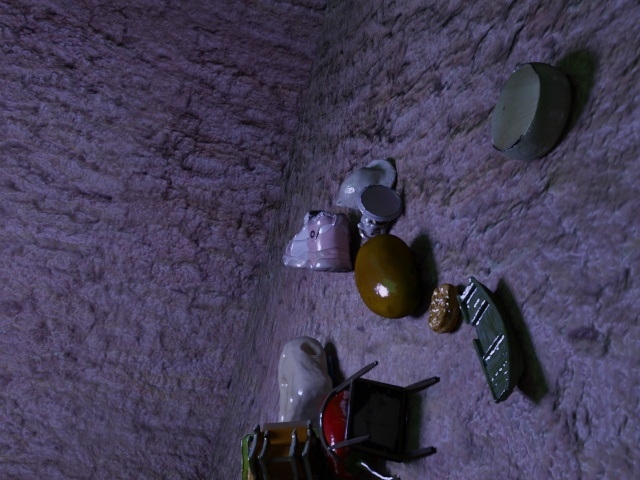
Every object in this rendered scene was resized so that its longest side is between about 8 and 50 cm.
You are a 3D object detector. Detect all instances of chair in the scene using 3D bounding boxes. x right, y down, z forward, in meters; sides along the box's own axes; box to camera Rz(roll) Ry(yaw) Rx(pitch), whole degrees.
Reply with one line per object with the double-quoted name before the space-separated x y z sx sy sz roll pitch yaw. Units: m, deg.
"chair" 0.121 0.386 1.614 0.272 0.166 0.188 -40 37 57

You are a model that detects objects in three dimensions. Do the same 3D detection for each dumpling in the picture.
"dumpling" 0.134 -0.171 2.221 0.166 0.126 0.216 -65 5 -31

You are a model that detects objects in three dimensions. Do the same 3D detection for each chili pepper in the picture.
"chili pepper" 0.066 0.494 1.758 0.338 0.131 0.134 -113 45 -67

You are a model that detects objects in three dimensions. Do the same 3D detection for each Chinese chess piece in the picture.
"Chinese chess piece" 0.403 -0.247 1.414 0.188 0.083 0.188 -168 90 -75

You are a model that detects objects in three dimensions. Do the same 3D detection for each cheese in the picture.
"cheese" -0.063 0.488 2.205 0.351 0.130 0.328 -115 35 -67

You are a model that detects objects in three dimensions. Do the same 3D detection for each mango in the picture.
"mango" 0.164 0.096 1.806 0.254 0.139 0.175 -104 26 -49

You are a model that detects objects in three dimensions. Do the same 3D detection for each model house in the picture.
"model house" -0.107 0.614 1.787 0.313 0.243 0.357 72 -165 -65

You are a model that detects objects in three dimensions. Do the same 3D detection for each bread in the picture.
"bread" 0.265 0.145 1.574 0.083 0.044 0.110 141 144 -63

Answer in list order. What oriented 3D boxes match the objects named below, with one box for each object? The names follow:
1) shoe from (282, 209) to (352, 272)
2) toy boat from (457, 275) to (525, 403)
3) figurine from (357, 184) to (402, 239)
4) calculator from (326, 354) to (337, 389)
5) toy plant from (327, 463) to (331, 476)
"shoe" 0.002 0.000 2.397 0.351 0.172 0.198 6 90 63
"toy boat" 0.315 0.181 1.342 0.293 0.055 0.093 -96 27 -55
"figurine" 0.155 -0.066 2.078 0.153 0.132 0.132 102 173 -52
"calculator" 0.028 0.415 2.193 0.172 0.018 0.057 -102 30 -60
"toy plant" -0.030 0.676 2.004 0.093 0.093 0.162 -110 39 -65
